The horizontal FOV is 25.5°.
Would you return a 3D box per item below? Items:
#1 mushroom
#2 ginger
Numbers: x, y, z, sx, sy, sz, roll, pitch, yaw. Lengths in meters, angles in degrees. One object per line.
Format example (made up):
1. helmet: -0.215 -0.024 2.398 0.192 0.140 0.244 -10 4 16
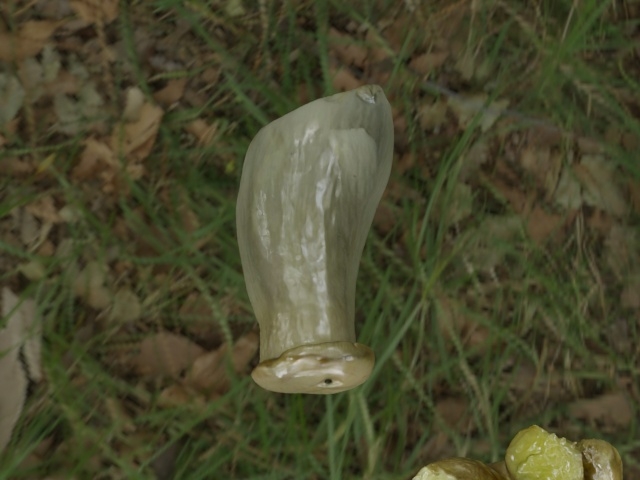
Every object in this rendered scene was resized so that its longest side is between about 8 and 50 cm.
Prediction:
1. mushroom: -0.008 -0.006 1.013 0.108 0.247 0.096 18 149 -21
2. ginger: 0.117 0.213 1.018 0.216 0.102 0.157 -3 137 -28
